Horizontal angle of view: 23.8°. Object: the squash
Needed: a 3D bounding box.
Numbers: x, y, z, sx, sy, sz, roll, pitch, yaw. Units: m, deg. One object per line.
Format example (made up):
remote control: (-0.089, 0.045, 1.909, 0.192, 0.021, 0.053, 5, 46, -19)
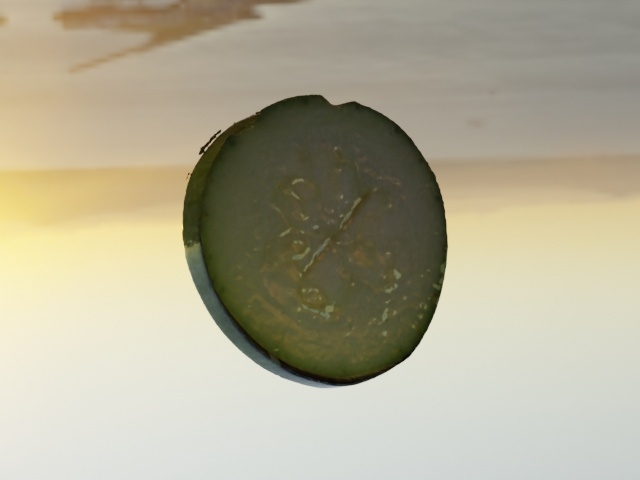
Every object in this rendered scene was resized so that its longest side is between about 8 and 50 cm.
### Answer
squash: (-0.003, 0.001, 1.133, 0.219, 0.219, 0.041, -3, 172, -30)
